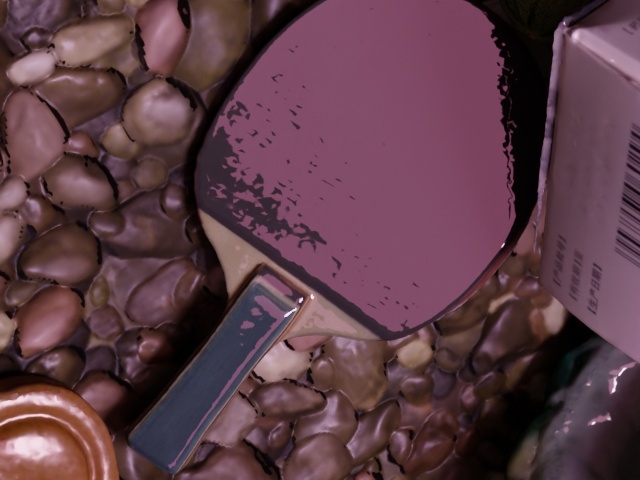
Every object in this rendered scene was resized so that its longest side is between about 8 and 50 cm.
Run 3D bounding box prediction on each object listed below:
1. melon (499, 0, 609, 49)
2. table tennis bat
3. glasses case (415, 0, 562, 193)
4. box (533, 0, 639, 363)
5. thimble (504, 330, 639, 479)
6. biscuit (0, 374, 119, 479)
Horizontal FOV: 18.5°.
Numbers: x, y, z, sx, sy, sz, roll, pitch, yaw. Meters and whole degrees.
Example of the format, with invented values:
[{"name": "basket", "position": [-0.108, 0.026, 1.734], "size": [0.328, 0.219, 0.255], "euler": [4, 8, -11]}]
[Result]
[{"name": "melon", "position": [0.160, -0.169, 1.010], "size": [0.167, 0.114, 0.114], "euler": [-47, 119, -11]}, {"name": "table tennis bat", "position": [0.000, 0.000, 1.040], "size": [0.173, 0.022, 0.301], "euler": [36, 98, -7]}, {"name": "glasses case", "position": [0.080, -0.052, 1.067], "size": [0.063, 0.041, 0.164], "euler": [21, 100, -21]}, {"name": "box", "position": [0.267, -0.083, 0.989], "size": [0.333, 0.145, 0.173], "euler": [-36, 145, -30]}, {"name": "thimble", "position": [0.245, 0.131, 1.085], "size": [0.167, 0.254, 0.288], "euler": [39, 78, -31]}, {"name": "biscuit", "position": [-0.178, 0.164, 1.051], "size": [0.186, 0.044, 0.295], "euler": [-44, 119, -3]}]
